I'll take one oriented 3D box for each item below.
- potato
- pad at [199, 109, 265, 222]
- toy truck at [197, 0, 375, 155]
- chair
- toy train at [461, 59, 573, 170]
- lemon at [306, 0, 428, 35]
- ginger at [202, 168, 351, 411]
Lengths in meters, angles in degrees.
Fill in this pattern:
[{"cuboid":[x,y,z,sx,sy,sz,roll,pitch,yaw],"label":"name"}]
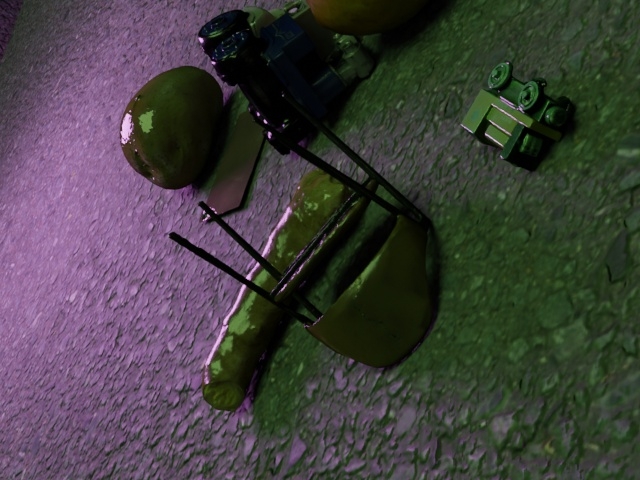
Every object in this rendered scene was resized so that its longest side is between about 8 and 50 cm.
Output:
[{"cuboid":[-0.217,-0.179,1.641,0.157,0.157,0.194,-12,41,55],"label":"potato"},{"cuboid":[-0.113,-0.115,1.539,0.113,0.006,0.187,-19,47,53],"label":"pad"},{"cuboid":[-0.040,-0.236,1.398,0.177,0.161,0.213,-36,31,4],"label":"toy truck"},{"cuboid":[0.000,0.000,1.077,0.158,0.247,0.172,-51,6,19],"label":"chair"},{"cuboid":[0.180,-0.117,1.007,0.081,0.050,0.122,-59,28,13],"label":"toy train"},{"cuboid":[0.064,-0.334,1.272,0.207,0.170,0.170,-40,34,42],"label":"lemon"},{"cuboid":[-0.053,0.052,1.220,0.298,0.065,0.118,-61,14,-2],"label":"ginger"}]
